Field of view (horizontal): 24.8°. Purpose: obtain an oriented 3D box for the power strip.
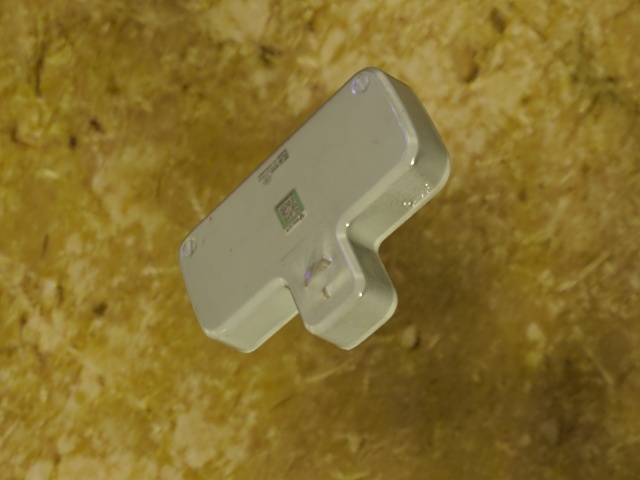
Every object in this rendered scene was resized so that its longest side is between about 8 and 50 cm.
[{"bbox_3d":[0.000,0.000,1.227,0.059,0.265,0.193,27,30,-44],"label":"power strip"}]
